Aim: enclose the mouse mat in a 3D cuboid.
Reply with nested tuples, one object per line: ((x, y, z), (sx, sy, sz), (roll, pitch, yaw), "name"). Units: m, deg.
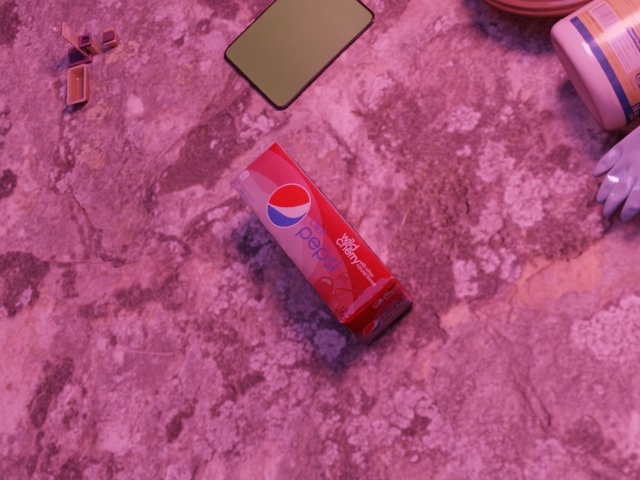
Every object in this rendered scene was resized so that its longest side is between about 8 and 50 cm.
((-0.032, -0.287, 1.545), (0.189, 0.007, 0.152), (-43, 59, 0), "mouse mat")

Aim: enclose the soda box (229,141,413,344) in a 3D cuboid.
((0.000, 0.000, 1.362), (0.083, 0.092, 0.263), (-41, 59, 2), "soda box")

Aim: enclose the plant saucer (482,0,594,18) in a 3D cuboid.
((0.304, -0.396, 1.375), (0.277, 0.041, 0.278), (-11, 57, 18), "plant saucer")

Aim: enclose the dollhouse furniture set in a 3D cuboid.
((-0.356, -0.268, 1.633), (0.091, 0.081, 0.114), (-13, 65, 18), "dollhouse furniture set")

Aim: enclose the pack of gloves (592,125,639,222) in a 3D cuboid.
((0.408, -0.076, 1.177), (0.195, 0.046, 0.232), (47, 117, 22), "pack of gloves")

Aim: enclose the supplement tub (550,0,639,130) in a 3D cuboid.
((0.382, -0.233, 1.262), (0.199, 0.144, 0.144), (-30, 60, 10), "supplement tub")
